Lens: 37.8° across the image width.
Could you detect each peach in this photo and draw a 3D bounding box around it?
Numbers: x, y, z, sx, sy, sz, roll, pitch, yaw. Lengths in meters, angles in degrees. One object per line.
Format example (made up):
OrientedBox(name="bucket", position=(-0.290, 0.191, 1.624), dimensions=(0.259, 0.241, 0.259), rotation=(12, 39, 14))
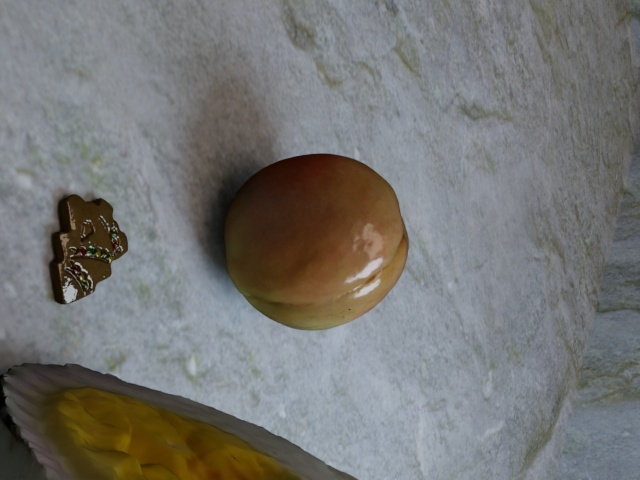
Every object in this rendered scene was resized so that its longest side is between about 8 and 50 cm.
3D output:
OrientedBox(name="peach", position=(0.000, 0.000, 0.916), dimensions=(0.184, 0.184, 0.184), rotation=(-13, 105, -60))

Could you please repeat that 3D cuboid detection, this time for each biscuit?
OrientedBox(name="biscuit", position=(-0.187, 0.009, 0.743), dimensions=(0.082, 0.016, 0.092), rotation=(54, 47, -50))

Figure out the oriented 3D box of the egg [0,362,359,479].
OrientedBox(name="egg", position=(-0.113, 0.300, 0.603), dimensions=(0.354, 0.355, 0.339), rotation=(24, 91, -59))
